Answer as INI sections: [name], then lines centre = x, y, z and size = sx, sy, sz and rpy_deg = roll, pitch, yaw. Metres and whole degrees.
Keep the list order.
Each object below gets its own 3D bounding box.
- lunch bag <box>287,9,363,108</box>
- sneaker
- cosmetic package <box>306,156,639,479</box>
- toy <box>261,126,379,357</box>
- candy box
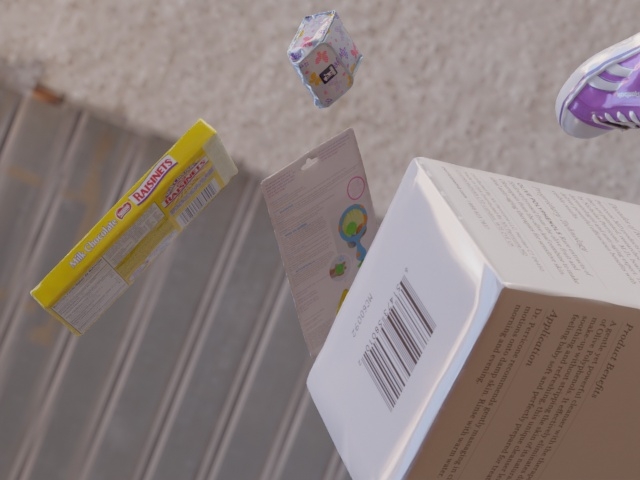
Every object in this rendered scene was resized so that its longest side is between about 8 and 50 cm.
[lunch bag]
centre = 0.004, -0.190, 1.860
size = 0.071, 0.053, 0.083
rpy_deg = 57, -136, -34
[sneaker]
centre = 0.374, -0.145, 1.986
size = 0.282, 0.102, 0.161
rpy_deg = -36, 54, 51
[cosmetic package]
centre = 0.204, 0.091, 1.164
size = 0.197, 0.365, 0.155
rpy_deg = -64, 32, 25
[toy]
centre = 0.000, 0.000, 1.998
size = 0.137, 0.056, 0.237
rpy_deg = -34, -59, -29
[candy box]
centre = -0.157, -0.009, 1.502
size = 0.206, 0.027, 0.105
rpy_deg = -46, -19, -7
